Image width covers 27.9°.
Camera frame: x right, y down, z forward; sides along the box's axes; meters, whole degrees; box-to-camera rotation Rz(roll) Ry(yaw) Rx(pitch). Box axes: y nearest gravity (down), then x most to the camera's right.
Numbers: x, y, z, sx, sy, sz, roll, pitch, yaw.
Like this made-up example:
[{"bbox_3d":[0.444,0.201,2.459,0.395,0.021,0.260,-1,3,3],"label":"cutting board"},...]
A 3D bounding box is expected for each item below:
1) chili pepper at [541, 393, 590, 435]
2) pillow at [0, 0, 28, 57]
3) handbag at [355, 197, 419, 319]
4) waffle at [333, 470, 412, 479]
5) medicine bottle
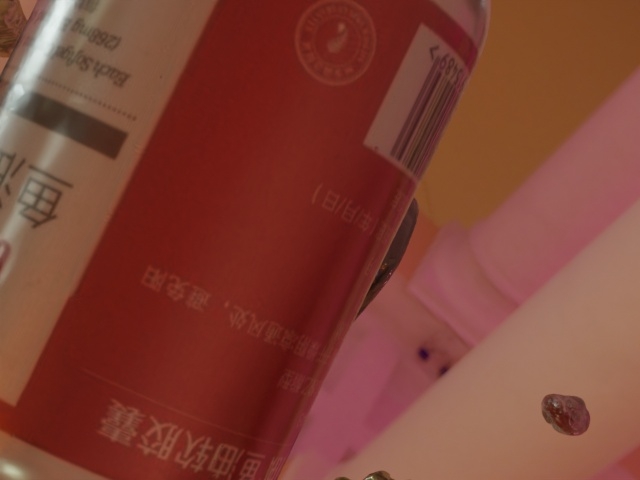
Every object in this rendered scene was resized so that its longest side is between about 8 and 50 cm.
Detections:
[{"bbox_3d":[0.268,0.192,1.419,0.050,0.041,0.153,22,-177,23],"label":"chili pepper"},{"bbox_3d":[-0.375,-0.211,1.051,0.281,0.076,0.274,11,180,-7],"label":"pillow"},{"bbox_3d":[0.000,0.000,1.690,0.181,0.254,0.181,27,-126,-8],"label":"handbag"},{"bbox_3d":[0.043,0.427,1.568,0.073,0.317,0.297,30,-119,-38],"label":"waffle"},{"bbox_3d":[-0.052,0.005,0.397,0.131,0.250,0.131,27,177,1],"label":"medicine bottle"}]
